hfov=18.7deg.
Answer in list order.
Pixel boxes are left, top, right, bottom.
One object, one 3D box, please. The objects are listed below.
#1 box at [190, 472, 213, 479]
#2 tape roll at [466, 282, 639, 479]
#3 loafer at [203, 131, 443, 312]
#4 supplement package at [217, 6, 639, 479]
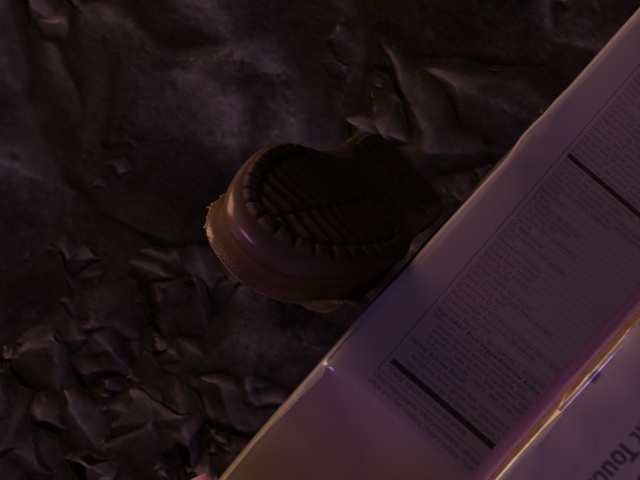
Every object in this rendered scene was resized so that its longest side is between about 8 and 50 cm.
[{"bbox_3d":[-0.084,0.225,0.498,0.300,0.142,0.154,-48,-3,-20],"label":"box"},{"bbox_3d":[0.066,0.074,0.331,0.275,0.090,0.275,-49,-5,-5],"label":"tape roll"},{"bbox_3d":[0.000,0.000,0.642,0.050,0.056,0.148,-49,-12,19],"label":"loafer"},{"bbox_3d":[0.091,0.044,0.698,0.244,0.139,0.134,-46,-4,-39],"label":"supplement package"}]
